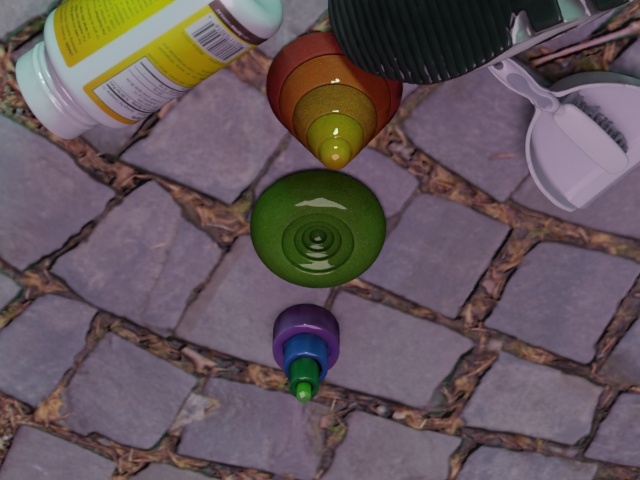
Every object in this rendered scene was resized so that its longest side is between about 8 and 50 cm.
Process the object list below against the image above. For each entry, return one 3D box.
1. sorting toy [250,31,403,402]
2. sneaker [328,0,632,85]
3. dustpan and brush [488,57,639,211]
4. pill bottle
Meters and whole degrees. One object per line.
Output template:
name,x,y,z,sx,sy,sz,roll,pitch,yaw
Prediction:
sorting toy,0.000,0.000,1.542,0.127,0.126,0.365,5,124,-3
sneaker,0.164,-0.211,1.400,0.330,0.146,0.122,-10,99,35
dustpan and brush,0.215,-0.110,1.500,0.211,0.060,0.147,38,117,-24
pill bottle,-0.146,-0.171,1.427,0.215,0.117,0.117,-30,120,20
